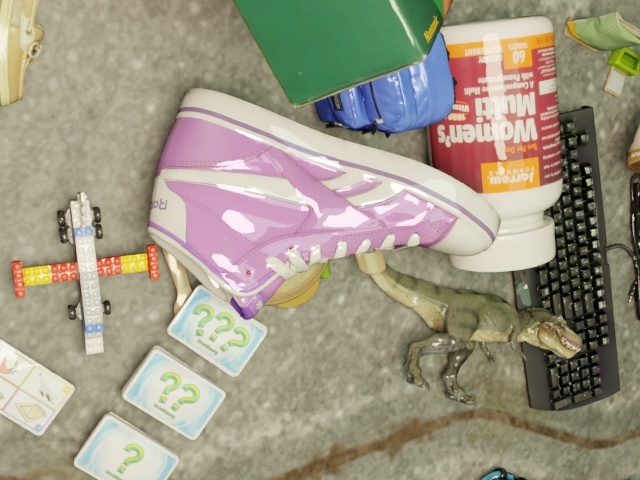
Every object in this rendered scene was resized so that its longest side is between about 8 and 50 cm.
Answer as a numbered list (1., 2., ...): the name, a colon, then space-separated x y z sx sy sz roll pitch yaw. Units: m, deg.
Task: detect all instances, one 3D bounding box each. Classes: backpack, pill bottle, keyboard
1. backpack: 0.054 -0.133 0.851 0.101 0.120 0.098 -26 110 -22
2. pill bottle: 0.159 -0.090 0.914 0.121 0.121 0.221 -13 103 -26
3. keyboard: 0.288 0.017 1.052 0.201 0.033 0.317 -17 106 -25

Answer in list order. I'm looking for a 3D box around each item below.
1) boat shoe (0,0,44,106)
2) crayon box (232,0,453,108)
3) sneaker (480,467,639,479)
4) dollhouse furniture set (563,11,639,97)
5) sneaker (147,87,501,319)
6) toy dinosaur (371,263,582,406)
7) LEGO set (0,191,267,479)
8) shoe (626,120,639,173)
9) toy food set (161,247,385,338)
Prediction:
1. boat shoe: -0.218 -0.175 0.739 0.048 0.056 0.153 5 88 -24
2. crayon box: -0.002 -0.311 0.686 0.313 0.106 0.363 61 28 -22
3. sneaker: 0.233 0.299 1.015 0.341 0.125 0.139 -13 99 -28
4. dollhouse furniture set: 0.313 -0.174 1.008 0.152 0.076 0.058 20 88 -30
5. sneaker: 0.000 0.000 0.804 0.282 0.102 0.161 17 77 -7
6. toy dinosaur: 0.130 0.092 0.966 0.268 0.064 0.118 21 82 -25
7. LEGO set: -0.178 0.082 0.788 0.244 0.060 0.182 38 83 -20
8. shoe: 0.403 -0.079 1.065 0.219 0.076 0.058 21 65 -40
9. toy food set: -0.048 -0.001 0.871 0.192 0.038 0.132 -17 100 -16
